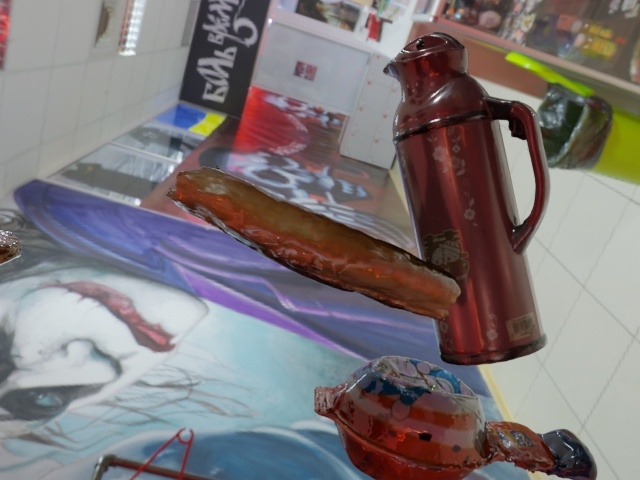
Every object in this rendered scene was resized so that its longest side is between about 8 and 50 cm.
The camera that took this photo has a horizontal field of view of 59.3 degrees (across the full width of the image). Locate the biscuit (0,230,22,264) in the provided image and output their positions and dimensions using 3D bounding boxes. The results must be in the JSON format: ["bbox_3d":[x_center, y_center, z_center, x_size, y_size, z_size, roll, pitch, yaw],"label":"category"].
[{"bbox_3d":[-0.590,0.028,0.840,0.262,0.277,0.052,11,102,47],"label":"biscuit"}]

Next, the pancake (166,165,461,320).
[{"bbox_3d":[0.000,0.000,0.529,0.057,0.266,0.244,-63,4,2],"label":"pancake"}]

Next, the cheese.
[{"bbox_3d":[0.151,0.225,0.669,0.217,0.329,0.129,-75,-2,-83],"label":"cheese"}]

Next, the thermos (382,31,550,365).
[{"bbox_3d":[0.147,-0.050,0.566,0.136,0.109,0.330,168,90,-71],"label":"thermos"}]
